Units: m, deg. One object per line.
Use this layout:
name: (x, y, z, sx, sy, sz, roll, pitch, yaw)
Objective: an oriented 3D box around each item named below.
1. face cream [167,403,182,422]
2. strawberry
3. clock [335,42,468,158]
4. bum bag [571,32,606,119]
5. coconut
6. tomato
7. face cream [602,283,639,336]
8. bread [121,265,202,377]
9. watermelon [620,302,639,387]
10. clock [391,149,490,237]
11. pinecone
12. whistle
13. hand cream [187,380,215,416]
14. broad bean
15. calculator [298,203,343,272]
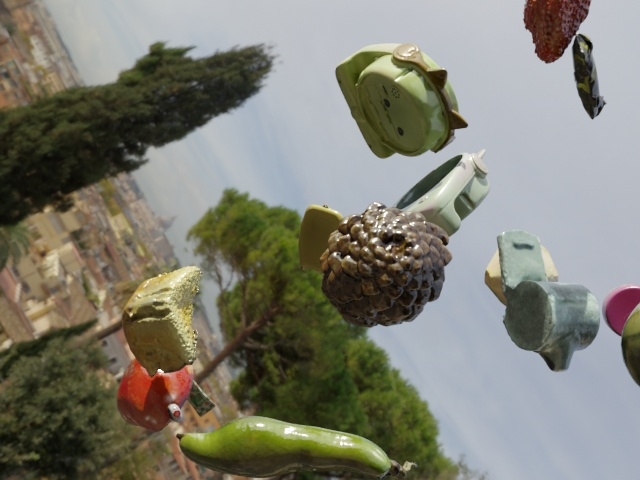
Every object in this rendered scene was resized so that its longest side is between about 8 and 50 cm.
face cream: (-0.299, 0.356, 1.365, 0.040, 0.021, 0.083, 64, -21, 4)
strawberry: (0.574, -0.579, 1.636, 0.107, 0.175, 0.235, 17, 55, -51)
clock: (0.200, -0.329, 1.597, 0.348, 0.117, 0.286, 17, -40, 59)
bum bag: (0.657, -0.403, 1.633, 0.232, 0.060, 0.106, 60, 30, -31)
coconut: (0.684, 0.117, 2.286, 0.259, 0.259, 0.259, 58, -13, 21)
tomato: (-0.437, 0.367, 1.681, 0.233, 0.200, 0.139, -11, -46, 46)
face cream: (1.017, 0.231, 2.168, 0.175, 0.175, 0.195, 61, 15, 10)
bread: (-0.361, 0.164, 1.463, 0.133, 0.174, 0.251, 41, 43, -53)
watermelon: (0.783, 0.212, 1.345, 0.278, 0.279, 0.359, 60, -14, 12)
clock: (0.290, -0.099, 1.599, 0.108, 0.324, 0.265, 49, -31, -6)
pinecone: (0.094, 0.047, 0.999, 0.184, 0.179, 0.204, 19, -29, 14)
whistle: (0.595, 0.156, 1.818, 0.404, 0.168, 0.188, -112, -145, -46)
hand cream: (-0.373, 0.439, 1.922, 0.165, 0.057, 0.037, 56, -2, -16)
broad bean: (-0.029, 0.278, 0.868, 0.067, 0.325, 0.075, -80, 175, -56)
calculator: (0.000, 0.000, 2.054, 0.157, 0.033, 0.236, 17, -69, 28)
